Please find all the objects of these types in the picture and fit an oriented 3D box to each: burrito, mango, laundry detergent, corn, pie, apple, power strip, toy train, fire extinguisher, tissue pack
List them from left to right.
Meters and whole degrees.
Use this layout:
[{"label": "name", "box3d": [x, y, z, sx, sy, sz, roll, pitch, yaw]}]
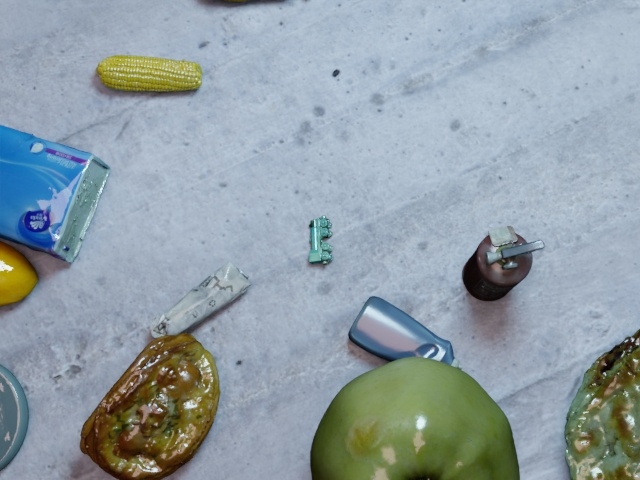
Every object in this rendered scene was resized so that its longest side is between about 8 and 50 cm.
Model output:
[{"label": "mango", "box3d": [-0.624, 0.063, 1.690, 0.219, 0.112, 0.145, 1, 78, -9]}, {"label": "power strip", "box3d": [-0.610, 0.298, 1.668, 0.167, 0.054, 0.254, -16, 79, -3]}, {"label": "tissue pack", "box3d": [-0.547, -0.096, 1.694, 0.263, 0.146, 0.198, 19, 81, 5]}, {"label": "corn", "box3d": [-0.325, -0.316, 1.768, 0.206, 0.067, 0.068, 2, 79, 3]}, {"label": "burrito", "box3d": [-0.219, 0.113, 1.685, 0.203, 0.064, 0.064, -36, 80, -6]}, {"label": "toy train", "box3d": [0.000, 0.000, 1.715, 0.045, 0.029, 0.092, -7, 74, 17]}, {"label": "laundry detergent", "box3d": [0.156, 0.184, 1.655, 0.206, 0.061, 0.097, 29, 76, 7]}, {"label": "apple", "box3d": [0.148, 0.365, 1.484, 0.357, 0.357, 0.358, 0, 79, 2]}, {"label": "fire extinguisher", "box3d": [0.305, 0.038, 1.570, 0.104, 0.269, 0.105, 0, 78, 2]}, {"label": "pie", "box3d": [0.608, 0.346, 1.549, 0.395, 0.180, 0.418, 35, 89, 7]}]

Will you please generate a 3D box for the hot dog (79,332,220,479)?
[{"label": "hot dog", "box3d": [-0.284, 0.291, 1.612, 0.196, 0.122, 0.272, 43, 82, -25]}]
